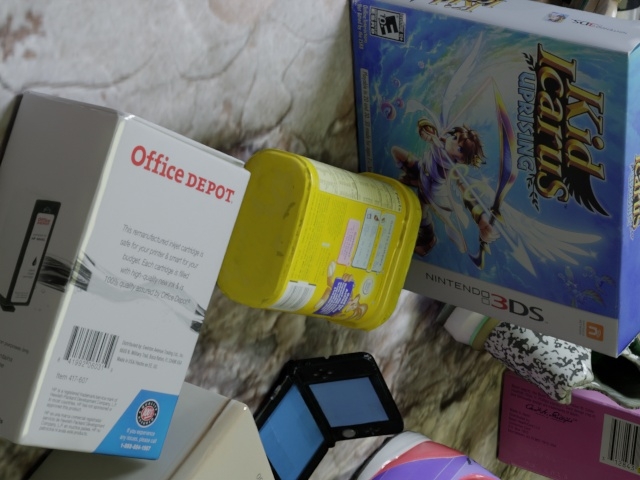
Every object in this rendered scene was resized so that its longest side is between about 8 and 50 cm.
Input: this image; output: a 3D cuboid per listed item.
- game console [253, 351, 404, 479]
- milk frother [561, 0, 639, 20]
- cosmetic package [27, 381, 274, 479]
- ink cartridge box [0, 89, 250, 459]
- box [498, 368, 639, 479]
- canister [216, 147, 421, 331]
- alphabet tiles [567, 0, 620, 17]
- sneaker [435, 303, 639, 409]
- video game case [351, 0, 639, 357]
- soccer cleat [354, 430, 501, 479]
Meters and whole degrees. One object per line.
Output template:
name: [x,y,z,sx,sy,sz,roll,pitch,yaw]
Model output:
game console: [0.006,0.158,1.290,0.122,0.107,0.071,65,21,-49]
milk frother: [0.314,-0.227,1.537,0.129,0.143,0.135,-33,132,-53]
cosmetic package: [-0.157,0.250,1.023,0.309,0.113,0.160,-53,144,-33]
ink cartridge box: [-0.141,0.025,0.965,0.148,0.085,0.203,23,84,-59]
box: [0.350,0.177,1.715,0.243,0.213,0.117,-30,129,-49]
canister: [0.000,0.000,1.199,0.170,0.073,0.126,13,93,-58]
alphabet tiles: [0.206,-0.147,1.381,0.284,0.021,0.278,-62,-178,-14]
sneaker: [0.275,0.103,1.554,0.158,0.182,0.410,-48,154,26]
video game case: [0.144,-0.062,1.233,0.061,0.244,0.270,-39,135,-43]
soccer cleat: [0.047,0.283,1.366,0.318,0.116,0.109,-39,135,-45]
